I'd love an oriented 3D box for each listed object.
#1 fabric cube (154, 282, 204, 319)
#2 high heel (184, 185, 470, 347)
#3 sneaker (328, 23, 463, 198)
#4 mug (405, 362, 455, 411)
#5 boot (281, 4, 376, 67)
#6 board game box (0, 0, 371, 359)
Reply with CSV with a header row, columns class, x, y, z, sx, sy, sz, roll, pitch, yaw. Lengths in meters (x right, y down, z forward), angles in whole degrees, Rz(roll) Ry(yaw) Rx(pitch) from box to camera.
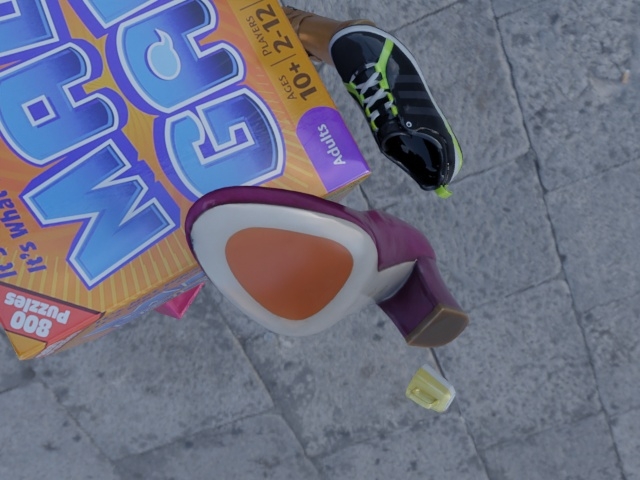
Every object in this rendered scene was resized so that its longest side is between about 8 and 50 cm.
class,x,y,z,sx,sy,sz,roll,pitch,yaw
fabric cube,-0.421,-0.005,1.474,0.259,0.254,0.258,9,149,36
high heel,0.000,0.000,0.605,0.127,0.181,0.377,-44,140,14
sneaker,0.092,-0.154,0.730,0.084,0.097,0.235,-36,100,34
mug,0.173,0.242,0.972,0.064,0.078,0.062,31,144,24
boot,-0.009,-0.384,1.138,0.220,0.283,0.109,23,110,5
board game box,-0.212,-0.117,0.721,0.356,0.356,0.356,-29,89,-11
